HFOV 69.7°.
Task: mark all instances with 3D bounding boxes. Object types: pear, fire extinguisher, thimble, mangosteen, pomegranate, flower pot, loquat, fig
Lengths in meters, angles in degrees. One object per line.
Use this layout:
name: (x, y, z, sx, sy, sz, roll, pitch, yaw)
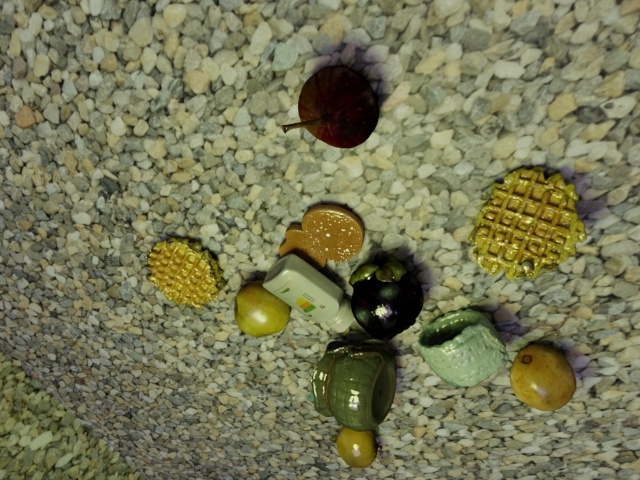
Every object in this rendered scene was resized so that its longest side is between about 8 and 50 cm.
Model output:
pear: (-0.196, 0.225, 1.528, 0.199, 0.200, 0.200, 9, 123, 13)
fire extinguisher: (0.014, 0.109, 1.486, 0.083, 0.025, 0.038, 42, 87, -10)
thimble: (0.420, 0.313, 1.367, 0.250, 0.205, 0.172, -24, 106, 47)
mangosteen: (0.188, 0.163, 1.355, 0.242, 0.243, 0.243, 9, 123, 13)
pomegranate: (0.660, 0.414, 1.368, 0.196, 0.196, 0.196, 9, 123, 13)
flower pot: (0.121, 0.460, 1.523, 0.213, 0.302, 0.302, 5, 123, 31)
loquat: (0.137, 0.800, 1.804, 0.204, 0.149, 0.172, 6, 128, 28)
fig: (0.040, -0.303, 1.080, 0.203, 0.249, 0.186, 41, 114, -11)

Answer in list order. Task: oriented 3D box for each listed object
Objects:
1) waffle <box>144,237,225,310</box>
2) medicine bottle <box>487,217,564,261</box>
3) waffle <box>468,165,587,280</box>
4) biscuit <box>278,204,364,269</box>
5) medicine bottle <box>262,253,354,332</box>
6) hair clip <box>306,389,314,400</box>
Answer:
waffle: (-0.476, 0.117, 1.631, 0.328, 0.062, 0.330, 8, 121, 14)
medicine bottle: (0.528, -0.008, 1.203, 0.203, 0.083, 0.084, -20, 113, 26)
waffle: (0.502, -0.041, 1.140, 0.280, 0.060, 0.262, -23, 75, 21)
biscuit: (0.000, 0.000, 1.408, 0.288, 0.044, 0.202, -32, 112, 34)
medicine bottle: (-0.027, 0.173, 1.459, 0.296, 0.111, 0.161, 38, 135, -21)
hair clip: (0.077, 0.530, 1.713, 0.275, 0.083, 0.048, -22, 107, 21)
